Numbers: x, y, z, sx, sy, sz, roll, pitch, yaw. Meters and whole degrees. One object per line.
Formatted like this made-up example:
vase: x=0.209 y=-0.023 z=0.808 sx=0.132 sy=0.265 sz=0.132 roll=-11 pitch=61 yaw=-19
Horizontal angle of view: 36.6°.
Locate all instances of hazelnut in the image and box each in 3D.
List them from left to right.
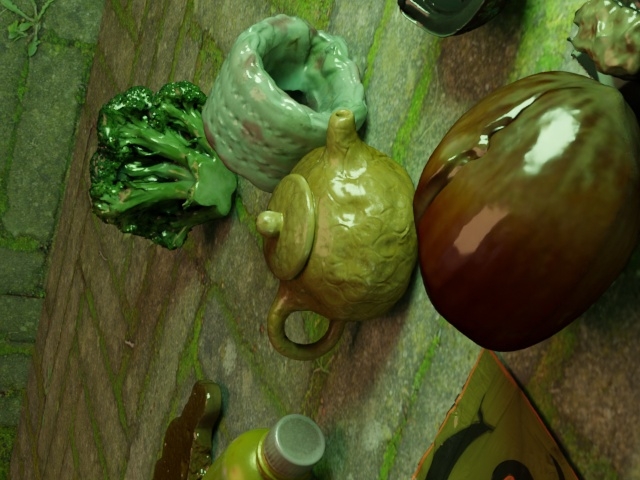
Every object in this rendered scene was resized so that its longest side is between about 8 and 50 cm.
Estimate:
hazelnut: x=0.160 y=-0.031 z=0.760 sx=0.212 sy=0.181 sz=0.181 roll=-97 pitch=-6 yaw=-49

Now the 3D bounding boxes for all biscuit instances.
biscuit: x=-0.219 y=0.363 z=1.604 sx=0.183 sy=0.047 sz=0.320 roll=49 pitch=127 yaw=54

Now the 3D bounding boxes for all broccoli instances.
broccoli: x=-0.255 y=-0.119 z=1.609 sx=0.245 sy=0.265 sz=0.294 roll=11 pitch=123 yaw=39

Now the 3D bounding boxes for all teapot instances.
teapot: x=0.000 y=0.000 z=1.096 sx=0.203 sy=0.167 sz=0.311 roll=53 pitch=132 yaw=55

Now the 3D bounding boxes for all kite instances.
kite: x=0.163 y=0.279 z=0.869 sx=0.327 sy=0.013 sz=0.377 roll=-25 pitch=61 yaw=60

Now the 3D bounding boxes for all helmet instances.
helmet: x=0.144 y=-0.288 z=0.948 sx=0.153 sy=0.107 sz=0.177 roll=-45 pitch=64 yaw=48

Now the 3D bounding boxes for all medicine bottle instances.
medicine bottle: x=-0.066 y=0.293 z=1.215 sx=0.212 sy=0.122 sz=0.122 roll=-53 pitch=39 yaw=46

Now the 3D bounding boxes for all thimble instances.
thimble: x=-0.041 y=-0.175 z=1.224 sx=0.149 sy=0.185 sz=0.211 roll=-54 pitch=4 yaw=43

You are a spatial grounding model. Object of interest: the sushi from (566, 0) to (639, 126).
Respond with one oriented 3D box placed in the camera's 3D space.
sushi: x=0.287 y=-0.186 z=0.673 sx=0.294 sy=0.059 sz=0.292 roll=-65 pitch=31 yaw=32
